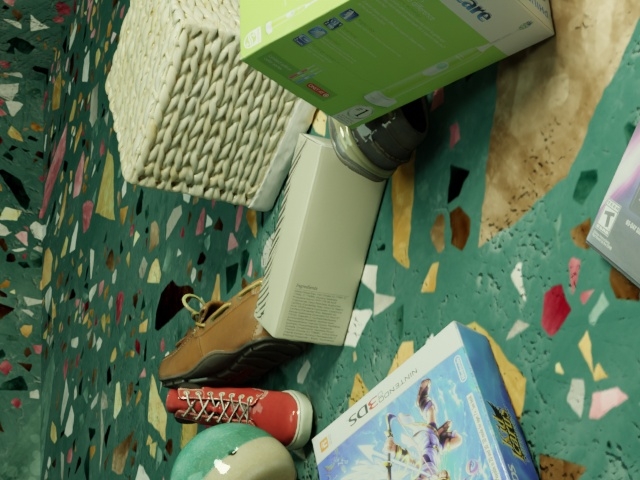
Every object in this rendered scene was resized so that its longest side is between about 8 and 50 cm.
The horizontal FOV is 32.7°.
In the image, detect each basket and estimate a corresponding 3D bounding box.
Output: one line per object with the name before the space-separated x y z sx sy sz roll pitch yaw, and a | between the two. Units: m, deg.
basket | -0.179 -0.275 1.797 0.328 0.266 0.331 -112 38 -47

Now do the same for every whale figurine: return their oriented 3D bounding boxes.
whale figurine | -0.133 0.368 1.551 0.141 0.216 0.272 37 145 30

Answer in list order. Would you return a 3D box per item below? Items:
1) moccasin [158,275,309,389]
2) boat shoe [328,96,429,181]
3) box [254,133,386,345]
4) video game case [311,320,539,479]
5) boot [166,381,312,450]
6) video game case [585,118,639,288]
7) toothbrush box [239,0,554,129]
moccasin | -0.150 0.151 1.733 0.380 0.139 0.147 -41 45 53
boat shoe | 0.084 -0.251 1.426 0.130 0.132 0.355 -25 62 37
box | 0.000 0.000 1.505 0.094 0.113 0.275 36 113 63
video game case | 0.107 0.261 1.152 0.244 0.061 0.269 -45 37 27
boot | -0.128 0.254 1.611 0.244 0.176 0.088 -6 74 63
video game case | 0.336 -0.074 0.924 0.196 0.026 0.274 54 130 57
toothbrush box | 0.079 -0.258 1.202 0.283 0.206 0.122 -21 59 35
